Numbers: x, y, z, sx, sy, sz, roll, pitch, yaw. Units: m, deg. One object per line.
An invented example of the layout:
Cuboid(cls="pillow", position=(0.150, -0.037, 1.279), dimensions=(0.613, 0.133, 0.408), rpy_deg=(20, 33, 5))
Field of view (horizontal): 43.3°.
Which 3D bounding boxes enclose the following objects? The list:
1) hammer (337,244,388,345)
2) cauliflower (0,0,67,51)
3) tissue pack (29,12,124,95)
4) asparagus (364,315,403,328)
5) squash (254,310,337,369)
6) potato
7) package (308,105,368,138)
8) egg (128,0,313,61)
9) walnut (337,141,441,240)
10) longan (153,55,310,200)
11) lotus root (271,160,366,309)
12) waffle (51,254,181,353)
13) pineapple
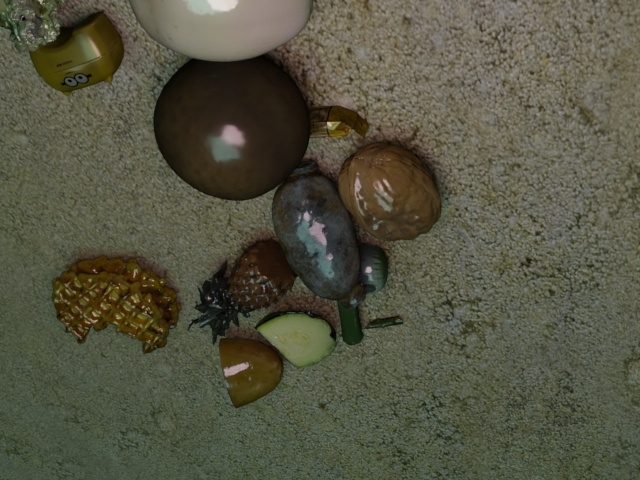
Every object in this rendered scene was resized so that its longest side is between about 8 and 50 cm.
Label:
Cuboid(cls="hammer", position=(0.070, 0.143, 1.989), dimensions=(0.206, 0.119, 0.335), rpy_deg=(3, 136, 12))
Cuboid(cls="cauliflower", position=(-0.607, -0.483, 1.522), dimensions=(0.239, 0.315, 0.256), rpy_deg=(9, 117, 31))
Cuboid(cls="tissue pack", position=(-0.499, -0.383, 1.672), dimensions=(0.178, 0.123, 0.127), rpy_deg=(-11, 126, 21))
Cuboid(cls="asparagus", position=(0.162, 0.212, 2.071), dimensions=(0.108, 0.021, 0.025), rpy_deg=(-13, 121, 24))
Cuboid(cls="squash", position=(-0.043, 0.226, 2.092), dimensions=(0.184, 0.085, 0.192), rpy_deg=(-29, 118, 28))
Cuboid(cls="potato", position=(-0.179, 0.352, 2.192), dimensions=(0.158, 0.178, 0.203), rpy_deg=(-9, 103, 2))
Cuboid(cls="package", position=(0.031, -0.247, 1.690), dimensions=(0.131, 0.071, 0.047), rpy_deg=(1, 126, 15))
Cuboid(cls="egg", position=(-0.181, -0.459, 1.426), dimensions=(0.345, 0.283, 0.283), rpy_deg=(15, 131, 4))
Cuboid(cls="walnut", position=(0.144, -0.102, 1.709), dimensions=(0.198, 0.198, 0.245), rpy_deg=(-27, 128, 31))
Cuboid(cls="longan", position=(-0.180, -0.232, 1.604), dimensions=(0.319, 0.319, 0.319), rpy_deg=(7, 130, 8))
Cuboid(cls="lotus root", position=(-0.001, 0.001, 1.779), dimensions=(0.175, 0.175, 0.349), rpy_deg=(-20, 96, 27))
Cuboid(cls="waffle", position=(-0.544, 0.172, 2.133), dimensions=(0.324, 0.151, 0.261), rpy_deg=(4, 133, 9))
Cuboid(cls="pineapple", position=(-0.217, 0.136, 2.018), dimensions=(0.165, 0.165, 0.364), rpy_deg=(40, 129, -19))
